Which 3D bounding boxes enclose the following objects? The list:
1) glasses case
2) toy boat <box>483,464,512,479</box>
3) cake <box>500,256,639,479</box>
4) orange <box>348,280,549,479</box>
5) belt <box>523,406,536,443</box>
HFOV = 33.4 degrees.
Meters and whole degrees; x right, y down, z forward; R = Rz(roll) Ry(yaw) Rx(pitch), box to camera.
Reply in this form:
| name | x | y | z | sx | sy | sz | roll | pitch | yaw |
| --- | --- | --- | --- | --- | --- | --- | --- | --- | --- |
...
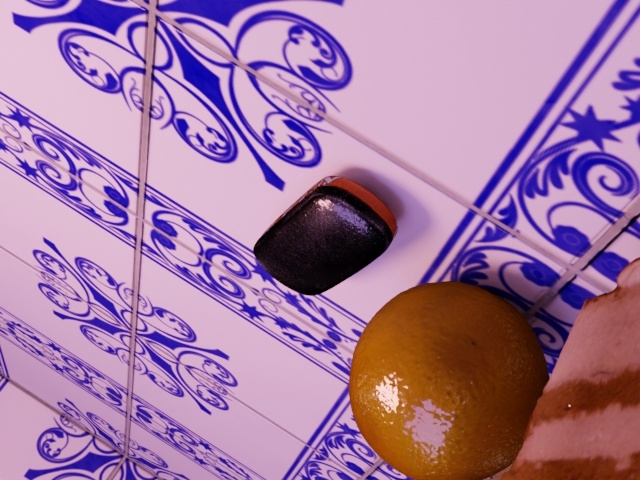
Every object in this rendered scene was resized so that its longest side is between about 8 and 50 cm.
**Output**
| name | x | y | z | sx | sy | sz | roll | pitch | yaw |
| --- | --- | --- | --- | --- | --- | --- | --- | --- | --- |
| glasses case | 0.000 | 0.000 | 1.213 | 0.103 | 0.067 | 0.266 | 40 | 154 | -8 |
| toy boat | 0.234 | 0.266 | 1.349 | 0.321 | 0.089 | 0.121 | 27 | 138 | 3 |
| cake | 0.302 | 0.147 | 0.865 | 0.198 | 0.293 | 0.196 | 34 | 153 | -13 |
| orange | 0.137 | 0.154 | 1.149 | 0.236 | 0.236 | 0.236 | 27 | 153 | 15 |
| belt | 0.321 | 0.213 | 1.029 | 0.261 | 0.184 | 0.105 | 13 | 167 | -32 |
